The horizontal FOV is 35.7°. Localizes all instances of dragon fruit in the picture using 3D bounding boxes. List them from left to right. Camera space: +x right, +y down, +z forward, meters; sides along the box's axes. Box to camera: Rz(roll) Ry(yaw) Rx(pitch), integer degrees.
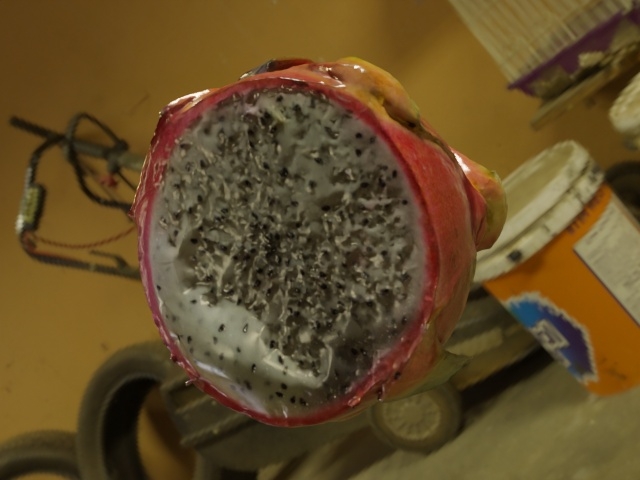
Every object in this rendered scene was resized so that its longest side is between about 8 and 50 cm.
[{"bbox_3d":[0.000,0.000,0.784,0.290,0.290,0.189,-39,-13,25],"label":"dragon fruit"}]
